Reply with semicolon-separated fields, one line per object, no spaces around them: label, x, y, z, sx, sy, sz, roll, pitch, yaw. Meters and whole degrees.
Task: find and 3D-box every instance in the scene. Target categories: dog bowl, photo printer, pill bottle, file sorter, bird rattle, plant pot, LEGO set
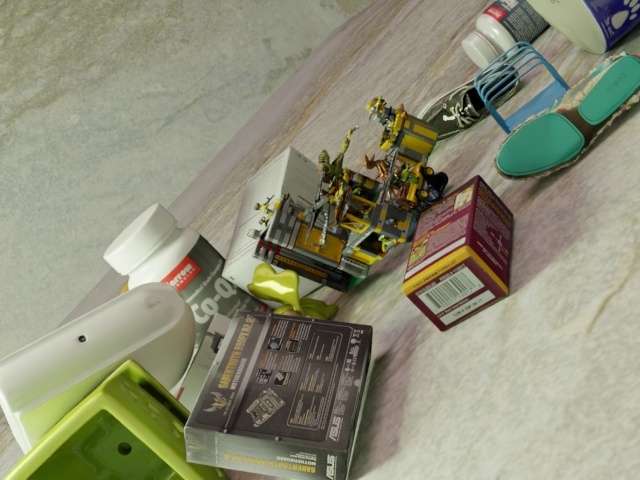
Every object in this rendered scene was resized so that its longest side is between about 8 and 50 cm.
dog bowl;0.391;-0.419;1.348;0.104;0.265;0.265;-44;16;8
photo printer;-0.328;0.197;1.318;0.308;0.107;0.256;-30;-23;-26
pill bottle;0.369;-0.421;1.693;0.180;0.108;0.108;-43;16;1
pill bottle;-0.235;0.080;1.540;0.161;0.283;0.161;-40;17;14
file sorter;0.312;-0.223;1.325;0.118;0.104;0.170;-39;17;16
bird rattle;-0.065;0.170;1.284;0.207;0.143;0.253;-47;25;32
plant pot;-0.265;0.309;1.153;0.227;0.228;0.207;-43;10;7
LEGO set;0.015;-0.073;1.283;0.331;0.192;0.254;145;145;-70

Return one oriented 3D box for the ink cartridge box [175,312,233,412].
ink cartridge box;-0.180;0.207;1.420;0.150;0.063;0.109;-73;10;-60

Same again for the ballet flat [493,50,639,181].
ballet flat;0.342;-0.156;1.164;0.241;0.091;0.077;-36;-13;10

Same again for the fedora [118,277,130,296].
fedora;-0.361;0.159;1.927;0.194;0.194;0.079;-42;-21;3

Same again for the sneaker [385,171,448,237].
sneaker;0.154;-0.062;1.373;0.073;0.063;0.162;-21;27;46

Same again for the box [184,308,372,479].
box;-0.041;0.179;1.037;0.183;0.056;0.231;6;32;8

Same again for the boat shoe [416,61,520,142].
boat shoe;0.258;-0.242;1.555;0.219;0.077;0.070;-36;16;17

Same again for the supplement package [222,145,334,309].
supplement package;-0.065;-0.021;1.558;0.139;0.134;0.244;-33;33;38

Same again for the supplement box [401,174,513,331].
supplement box;0.176;0.012;1.091;0.104;0.081;0.188;-34;18;31
